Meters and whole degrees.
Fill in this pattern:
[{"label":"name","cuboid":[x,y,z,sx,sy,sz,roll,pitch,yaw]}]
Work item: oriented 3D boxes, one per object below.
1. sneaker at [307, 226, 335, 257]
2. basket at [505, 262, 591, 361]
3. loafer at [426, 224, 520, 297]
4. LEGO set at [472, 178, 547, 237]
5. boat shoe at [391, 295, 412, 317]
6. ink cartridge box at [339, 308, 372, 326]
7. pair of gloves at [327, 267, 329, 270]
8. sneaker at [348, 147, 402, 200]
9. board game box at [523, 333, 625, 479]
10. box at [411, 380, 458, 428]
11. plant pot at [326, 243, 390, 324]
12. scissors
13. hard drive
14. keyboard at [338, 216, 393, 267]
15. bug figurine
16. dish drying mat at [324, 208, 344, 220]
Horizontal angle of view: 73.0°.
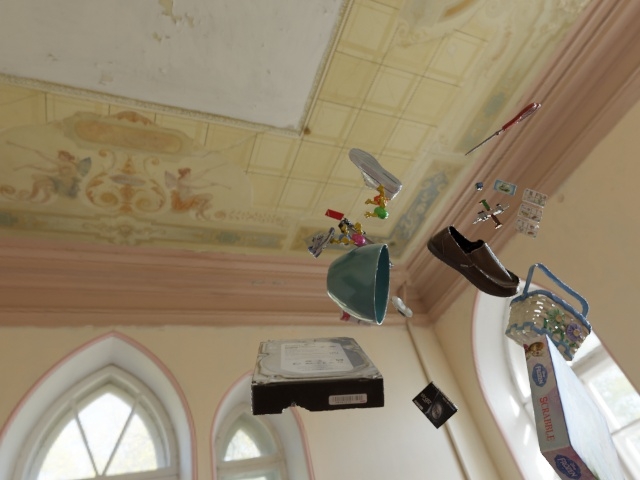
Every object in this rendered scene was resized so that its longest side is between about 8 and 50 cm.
[{"label":"sneaker","cuboid":[0.000,0.000,1.559,0.058,0.052,0.135,37,-69,-1]},{"label":"basket","cuboid":[0.775,0.252,1.453,0.254,0.289,0.201,36,-32,-3]},{"label":"loafer","cuboid":[0.564,0.072,1.556,0.365,0.134,0.130,31,-50,7]},{"label":"LEGO set","cuboid":[0.656,-0.118,1.539,0.244,0.183,0.060,21,-21,10]},{"label":"boat shoe","cuboid":[0.349,0.293,1.898,0.125,0.046,0.038,41,-37,-15]},{"label":"ink cartridge box","cuboid":[0.152,0.288,1.771,0.135,0.099,0.056,14,-40,-7]},{"label":"pair of gloves","cuboid":[0.104,0.191,1.958,0.198,0.159,0.023,42,-99,-8]},{"label":"sneaker","cuboid":[0.195,-0.252,1.669,0.094,0.258,0.091,-26,-26,-41]},{"label":"board game box","cuboid":[0.586,0.437,0.985,0.065,0.319,0.318,-31,-73,31]},{"label":"box","cuboid":[0.264,0.380,1.001,0.067,0.083,0.018,-47,-21,11]},{"label":"plant pot","cuboid":[0.134,0.152,1.584,0.195,0.290,0.290,3,-37,19]},{"label":"scissors","cuboid":[0.665,-0.400,1.584,0.297,0.021,0.109,-40,-12,27]},{"label":"hard drive","cuboid":[-0.018,0.267,0.908,0.236,0.064,0.339,-1,-1,-4]},{"label":"keyboard","cuboid":[0.177,0.001,1.807,0.033,0.202,0.317,-42,-44,17]},{"label":"bug figurine","cuboid":[0.154,-0.063,1.509,0.072,0.216,0.279,41,-84,-12]},{"label":"dish drying mat","cuboid":[0.054,-0.102,1.702,0.032,0.083,0.008,-60,-39,-12]}]
